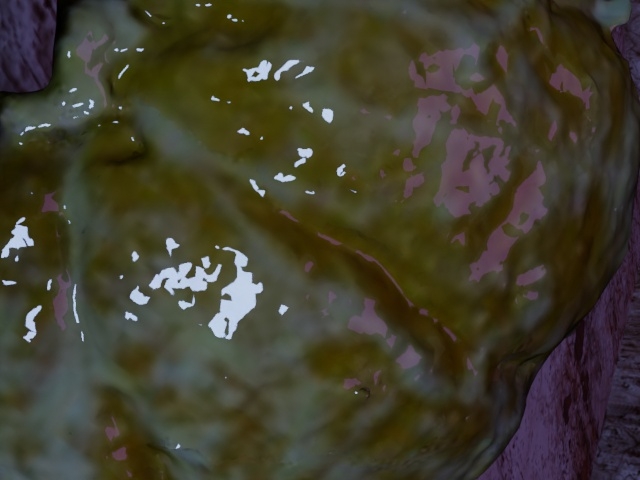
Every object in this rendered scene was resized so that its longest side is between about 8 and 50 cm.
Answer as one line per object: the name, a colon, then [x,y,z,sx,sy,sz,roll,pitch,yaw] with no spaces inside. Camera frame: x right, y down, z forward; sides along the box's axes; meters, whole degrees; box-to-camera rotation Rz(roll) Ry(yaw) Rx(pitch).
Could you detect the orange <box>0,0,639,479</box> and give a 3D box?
orange: [0.000,0.000,0.478,0.369,0.210,0.271,-58,172,-3]
